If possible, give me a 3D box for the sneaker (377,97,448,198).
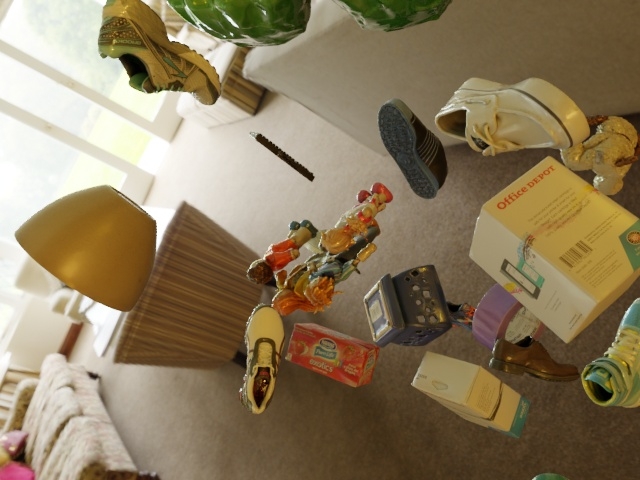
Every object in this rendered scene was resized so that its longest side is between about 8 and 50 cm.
[{"bbox_3d":[0.190,-0.195,1.087,0.081,0.232,0.090,4,48,41],"label":"sneaker"}]

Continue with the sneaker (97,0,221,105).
[{"bbox_3d":[-0.305,-0.319,1.027,0.110,0.283,0.122,6,74,34],"label":"sneaker"}]

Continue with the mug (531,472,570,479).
[{"bbox_3d":[0.664,0.735,1.515,0.157,0.129,0.097,1,22,20],"label":"mug"}]

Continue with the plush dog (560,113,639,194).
[{"bbox_3d":[0.965,-0.313,1.805,0.225,0.262,0.210,-63,12,-22],"label":"plush dog"}]

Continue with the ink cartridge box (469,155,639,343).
[{"bbox_3d":[0.470,0.015,1.080,0.198,0.197,0.270,-35,61,-15],"label":"ink cartridge box"}]

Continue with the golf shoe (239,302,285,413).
[{"bbox_3d":[-0.137,0.297,1.368,0.120,0.105,0.273,163,113,-75],"label":"golf shoe"}]

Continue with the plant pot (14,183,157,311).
[{"bbox_3d":[-0.464,-0.008,1.169,0.191,0.284,0.284,-52,29,-4],"label":"plant pot"}]

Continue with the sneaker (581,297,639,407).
[{"bbox_3d":[0.813,0.309,1.463,0.127,0.208,0.319,20,104,57],"label":"sneaker"}]

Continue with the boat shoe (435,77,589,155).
[{"bbox_3d":[0.229,-0.153,0.705,0.088,0.096,0.267,-41,28,3],"label":"boat shoe"}]

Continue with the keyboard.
[{"bbox_3d":[-0.088,-0.203,1.316,0.023,0.180,0.108,-54,27,5],"label":"keyboard"}]

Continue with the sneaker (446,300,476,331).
[{"bbox_3d":[0.521,0.266,1.918,0.221,0.087,0.083,3,29,38],"label":"sneaker"}]

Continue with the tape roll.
[{"bbox_3d":[0.472,0.194,1.349,0.080,0.189,0.189,37,99,50],"label":"tape roll"}]

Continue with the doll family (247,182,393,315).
[{"bbox_3d":[0.008,0.034,0.771,0.263,0.118,0.163,-24,18,46],"label":"doll family"}]

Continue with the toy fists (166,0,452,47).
[{"bbox_3d":[-0.006,-0.248,0.508,0.142,0.279,0.096,-39,-53,-73],"label":"toy fists"}]

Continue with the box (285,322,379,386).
[{"bbox_3d":[0.038,0.352,1.705,0.257,0.128,0.123,15,90,27],"label":"box"}]

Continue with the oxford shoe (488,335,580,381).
[{"bbox_3d":[0.507,0.274,1.265,0.083,0.227,0.096,162,122,-73],"label":"oxford shoe"}]

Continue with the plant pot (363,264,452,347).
[{"bbox_3d":[0.285,0.236,1.877,0.236,0.212,0.236,120,141,-58],"label":"plant pot"}]

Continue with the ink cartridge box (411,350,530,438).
[{"bbox_3d":[0.478,0.486,1.725,0.223,0.307,0.129,4,63,55],"label":"ink cartridge box"}]

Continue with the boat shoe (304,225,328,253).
[{"bbox_3d":[0.000,0.000,1.725,0.227,0.079,0.081,34,98,52],"label":"boat shoe"}]
